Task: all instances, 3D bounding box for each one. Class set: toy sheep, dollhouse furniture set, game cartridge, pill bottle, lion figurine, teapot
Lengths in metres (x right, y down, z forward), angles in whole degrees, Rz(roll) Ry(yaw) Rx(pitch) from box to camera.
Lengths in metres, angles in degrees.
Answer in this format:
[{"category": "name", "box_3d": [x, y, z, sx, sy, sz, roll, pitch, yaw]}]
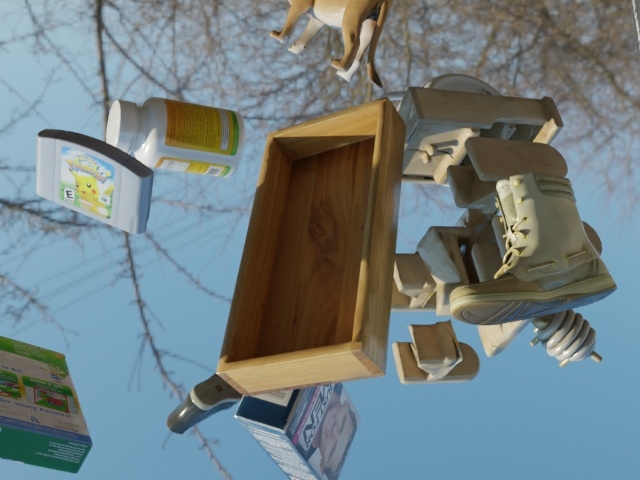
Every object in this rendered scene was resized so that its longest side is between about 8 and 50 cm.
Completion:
[{"category": "toy sheep", "box_3d": [0.392, 0.153, 1.389, 0.132, 0.091, 0.091, 33, -154, -2]}, {"category": "dollhouse furniture set", "box_3d": [0.264, -0.027, 1.330, 0.257, 0.362, 0.394, 1, -125, -20]}, {"category": "game cartridge", "box_3d": [-0.152, -0.041, 0.578, 0.083, 0.056, 0.017, 21, -146, 9]}, {"category": "pill bottle", "box_3d": [-0.283, -0.204, 1.695, 0.246, 0.136, 0.136, 6, -159, -28]}, {"category": "lion figurine", "box_3d": [0.040, -0.448, 1.650, 0.392, 0.240, 0.142, 37, -173, 38]}, {"category": "teapot", "box_3d": [0.266, -0.203, 1.776, 0.253, 0.187, 0.256, -7, -117, -27]}]

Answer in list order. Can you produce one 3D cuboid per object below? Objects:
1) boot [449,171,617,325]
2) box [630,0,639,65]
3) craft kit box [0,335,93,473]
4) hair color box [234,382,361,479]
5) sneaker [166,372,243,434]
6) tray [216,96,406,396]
[{"category": "boot", "box_3d": [0.228, 0.006, 1.018, 0.213, 0.077, 0.165, -8, -111, -21]}, {"category": "box", "box_3d": [0.325, -0.331, 0.782, 0.073, 0.293, 0.295, -1, -118, 10]}, {"category": "craft kit box", "box_3d": [-0.447, 0.196, 1.158, 0.250, 0.061, 0.246, 23, -167, -31]}, {"category": "hair color box", "box_3d": [-0.031, 0.330, 1.627, 0.105, 0.347, 0.173, 13, -118, 23]}, {"category": "sneaker", "box_3d": [-0.266, 0.373, 2.004, 0.083, 0.118, 0.222, 53, -162, 16]}, {"category": "tray", "box_3d": [0.000, 0.000, 1.173, 0.203, 0.076, 0.410, -13, -132, 27]}]
